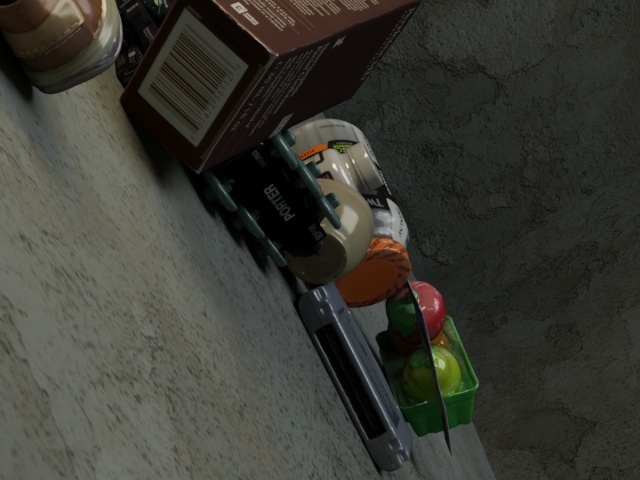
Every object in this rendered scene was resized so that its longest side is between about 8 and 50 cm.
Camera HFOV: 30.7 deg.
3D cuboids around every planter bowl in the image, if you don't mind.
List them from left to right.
[{"bbox_3d":[0.000,0.000,1.798,0.162,0.162,0.109,60,19,-24],"label":"planter bowl"}]

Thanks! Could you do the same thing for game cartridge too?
[{"bbox_3d":[0.057,0.207,1.828,0.297,0.062,0.198,63,3,2],"label":"game cartridge"}]

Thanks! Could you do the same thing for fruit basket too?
[{"bbox_3d":[0.170,0.173,2.154,0.327,0.165,0.353,-106,175,-56],"label":"fruit basket"}]

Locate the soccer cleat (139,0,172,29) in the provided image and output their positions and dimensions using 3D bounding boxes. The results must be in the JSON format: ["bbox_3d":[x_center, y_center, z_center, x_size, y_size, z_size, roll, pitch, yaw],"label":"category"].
[{"bbox_3d":[-0.251,-0.322,1.561,0.179,0.060,0.072,47,26,-44],"label":"soccer cleat"}]

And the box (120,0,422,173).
[{"bbox_3d":[-0.048,-0.235,1.414,0.143,0.191,0.381,43,36,7],"label":"box"}]

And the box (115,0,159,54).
[{"bbox_3d":[-0.219,-0.247,1.456,0.116,0.029,0.162,37,-18,54],"label":"box"}]

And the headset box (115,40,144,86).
[{"bbox_3d":[-0.213,-0.190,1.411,0.083,0.032,0.062,59,8,-36],"label":"headset box"}]

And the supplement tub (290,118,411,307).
[{"bbox_3d":[0.037,-0.048,2.051,0.193,0.193,0.316,54,10,-51],"label":"supplement tub"}]

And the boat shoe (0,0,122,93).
[{"bbox_3d":[-0.260,-0.278,1.060,0.116,0.123,0.324,51,12,-50],"label":"boat shoe"}]

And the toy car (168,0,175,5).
[{"bbox_3d":[-0.151,-0.349,1.808,0.149,0.188,0.155,60,8,-22],"label":"toy car"}]

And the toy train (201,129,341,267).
[{"bbox_3d":[-0.089,-0.099,1.606,0.190,0.142,0.334,56,2,33],"label":"toy train"}]

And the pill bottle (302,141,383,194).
[{"bbox_3d":[0.000,-0.083,1.897,0.108,0.193,0.108,61,8,-14],"label":"pill bottle"}]
